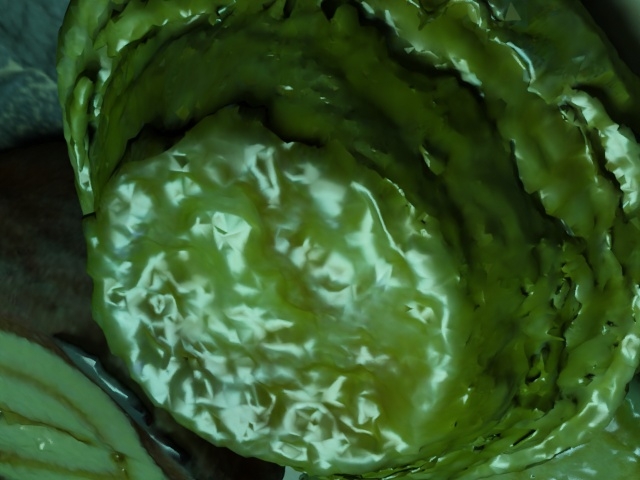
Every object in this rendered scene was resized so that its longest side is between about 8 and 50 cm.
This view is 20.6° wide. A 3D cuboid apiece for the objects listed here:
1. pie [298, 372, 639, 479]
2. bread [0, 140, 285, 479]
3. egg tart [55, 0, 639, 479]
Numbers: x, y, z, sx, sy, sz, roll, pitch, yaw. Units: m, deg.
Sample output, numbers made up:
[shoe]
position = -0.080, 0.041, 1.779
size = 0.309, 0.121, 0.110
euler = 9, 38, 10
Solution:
[pie]
position = 0.086, 0.112, 0.875
size = 0.128, 0.068, 0.282
euler = 38, 143, -8
[bread]
position = -0.136, 0.049, 0.923
size = 0.244, 0.123, 0.190
euler = 4, 136, 35
[egg tart]
position = 0.000, 0.000, 0.709
size = 0.294, 0.123, 0.294
euler = 15, 130, 19
